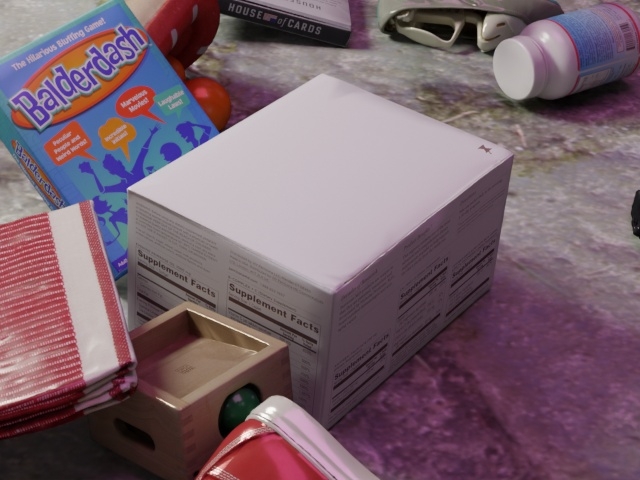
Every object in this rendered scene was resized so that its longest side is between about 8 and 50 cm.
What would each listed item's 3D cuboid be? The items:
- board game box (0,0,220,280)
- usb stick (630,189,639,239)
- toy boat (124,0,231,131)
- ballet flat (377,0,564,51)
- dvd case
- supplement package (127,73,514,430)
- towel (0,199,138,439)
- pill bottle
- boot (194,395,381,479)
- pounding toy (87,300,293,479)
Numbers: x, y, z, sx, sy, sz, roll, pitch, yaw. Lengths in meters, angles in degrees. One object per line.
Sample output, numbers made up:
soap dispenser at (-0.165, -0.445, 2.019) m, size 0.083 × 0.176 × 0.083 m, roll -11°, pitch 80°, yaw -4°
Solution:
board game box at (-0.181, -0.089, 1.273) m, size 0.160 × 0.047 × 0.210 m, roll -36°, pitch 88°, yaw -30°
usb stick at (0.429, -0.011, 1.366) m, size 0.278 × 0.045 × 0.077 m, roll 7°, pitch 28°, yaw 3°
toy boat at (-0.154, -0.160, 1.450) m, size 0.151 × 0.151 × 0.231 m, roll 37°, pitch 36°, yaw -8°
ballet flat at (0.169, -0.245, 1.666) m, size 0.213 × 0.072 × 0.068 m, roll 7°, pitch 62°, yaw 4°
dvd case at (-0.056, -0.314, 1.720) m, size 0.179 × 0.029 × 0.238 m, roll 13°, pitch 34°, yaw -11°
supplement package at (0.000, 0.000, 1.206) m, size 0.204 × 0.145 × 0.262 m, roll 26°, pitch 39°, yaw 27°
towel at (-0.307, 0.084, 1.071) m, size 0.329 × 0.037 × 0.237 m, roll -17°, pitch 37°, yaw -7°
pill bottle at (0.268, -0.202, 1.582) m, size 0.160 × 0.087 × 0.087 m, roll -18°, pitch 41°, yaw -31°
boot at (-0.003, 0.235, 0.939) m, size 0.244 × 0.088 × 0.176 m, roll 36°, pitch 62°, yaw 21°
pounding toy at (-0.092, 0.132, 1.065) m, size 0.141 × 0.100 × 0.130 m, roll 20°, pitch 35°, yaw 38°
